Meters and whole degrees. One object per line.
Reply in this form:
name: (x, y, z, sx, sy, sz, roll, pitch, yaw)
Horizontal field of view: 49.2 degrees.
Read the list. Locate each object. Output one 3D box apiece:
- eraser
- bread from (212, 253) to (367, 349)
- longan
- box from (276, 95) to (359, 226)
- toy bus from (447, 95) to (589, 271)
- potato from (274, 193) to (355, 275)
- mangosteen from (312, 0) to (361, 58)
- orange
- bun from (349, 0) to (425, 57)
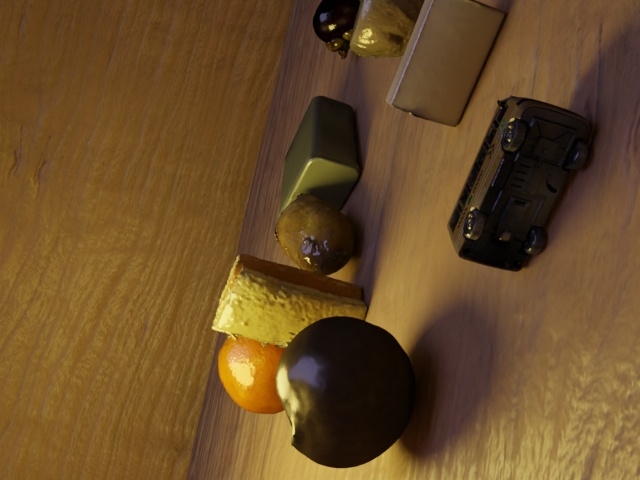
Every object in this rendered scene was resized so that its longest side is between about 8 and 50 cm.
eraser: (0.272, -0.402, 1.541, 0.095, 0.174, 0.270, -111, 38, -59)
bread: (-0.087, 0.192, 1.890, 0.165, 0.375, 0.236, -100, 32, -57)
longan: (0.051, 0.317, 1.478, 0.319, 0.319, 0.319, -166, 90, -73)
box: (-0.010, -0.244, 2.338, 0.344, 0.177, 0.352, -89, 20, -43)
toy bus: (0.330, -0.104, 1.199, 0.157, 0.139, 0.289, -100, 25, -63)
potato: (0.000, 0.000, 2.073, 0.266, 0.229, 0.229, -141, 66, -67)
mangosteen: (0.075, -0.759, 2.482, 0.194, 0.194, 0.230, -29, 79, 68)
orange: (-0.164, 0.370, 2.134, 0.312, 0.312, 0.312, -166, 90, -73)
bun: (0.206, -0.625, 1.893, 0.281, 0.204, 0.282, -166, 90, -88)
